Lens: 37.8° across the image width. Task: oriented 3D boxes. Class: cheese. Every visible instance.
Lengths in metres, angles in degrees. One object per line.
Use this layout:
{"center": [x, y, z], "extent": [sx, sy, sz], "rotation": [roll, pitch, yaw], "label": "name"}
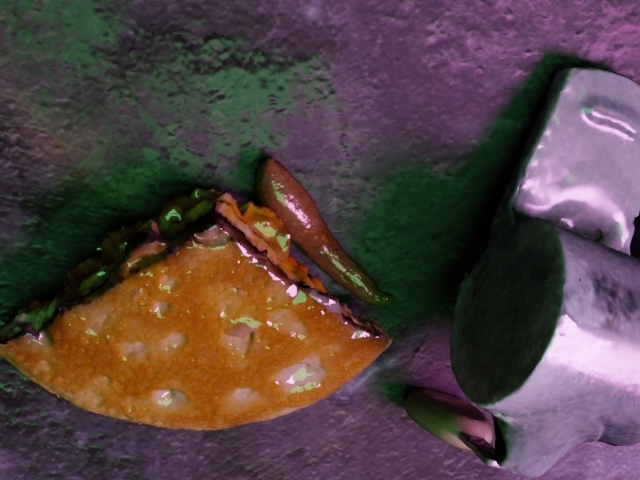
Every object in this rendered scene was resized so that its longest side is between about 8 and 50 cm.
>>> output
{"center": [0.158, 0.210, 1.022], "extent": [0.097, 0.192, 0.037], "rotation": [17, 94, -14], "label": "cheese"}

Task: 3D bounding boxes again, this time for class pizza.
{"center": [-0.129, 0.076, 0.951], "extent": [0.409, 0.114, 0.277], "rotation": [-5, 117, -6], "label": "pizza"}

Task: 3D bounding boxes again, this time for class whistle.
{"center": [0.254, 0.029, 0.948], "extent": [0.168, 0.404, 0.188], "rotation": [20, 150, -19], "label": "whistle"}

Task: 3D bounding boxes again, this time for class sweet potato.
{"center": [0.000, 0.000, 0.980], "extent": [0.050, 0.050, 0.214], "rotation": [-38, 113, 6], "label": "sweet potato"}

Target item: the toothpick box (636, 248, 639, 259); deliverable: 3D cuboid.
{"center": [0.450, -0.027, 0.991], "extent": [0.175, 0.175, 0.271], "rotation": [11, 107, -15], "label": "toothpick box"}
